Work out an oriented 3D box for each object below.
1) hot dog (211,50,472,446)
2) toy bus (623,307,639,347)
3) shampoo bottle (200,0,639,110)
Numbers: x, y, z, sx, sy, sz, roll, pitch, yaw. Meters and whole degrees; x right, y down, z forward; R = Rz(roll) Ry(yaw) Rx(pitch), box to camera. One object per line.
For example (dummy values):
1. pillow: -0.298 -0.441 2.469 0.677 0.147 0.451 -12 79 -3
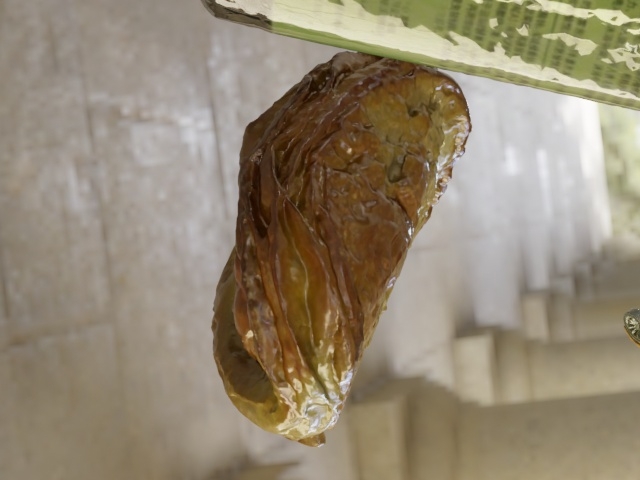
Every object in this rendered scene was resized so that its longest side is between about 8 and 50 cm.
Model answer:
1. hot dog: -0.002 -0.002 1.152 0.259 0.114 0.175 -60 172 -48
2. toy bus: 0.285 0.063 1.429 0.074 0.069 0.162 61 -17 -5
3. shampoo bottle: 0.109 -0.085 0.580 0.101 0.284 0.101 12 90 -88
